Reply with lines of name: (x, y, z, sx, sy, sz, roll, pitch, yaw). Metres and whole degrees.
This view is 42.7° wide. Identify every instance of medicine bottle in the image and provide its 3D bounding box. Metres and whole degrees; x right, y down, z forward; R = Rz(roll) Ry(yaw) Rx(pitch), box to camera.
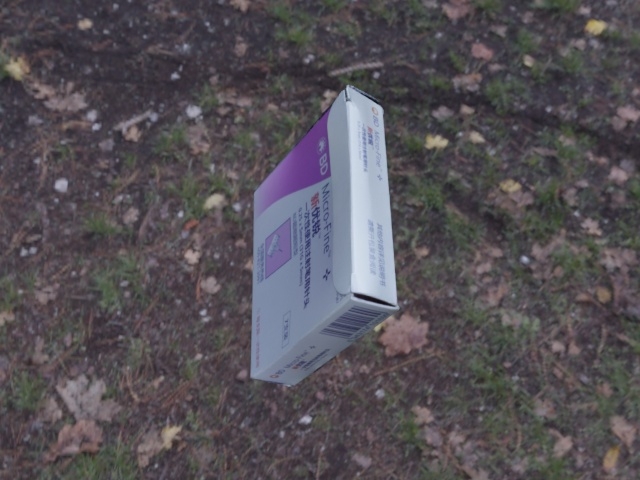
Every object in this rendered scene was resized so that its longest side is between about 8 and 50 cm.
medicine bottle: (0.000, 0.000, 0.686, 0.052, 0.171, 0.201, 17, 54, -26)
